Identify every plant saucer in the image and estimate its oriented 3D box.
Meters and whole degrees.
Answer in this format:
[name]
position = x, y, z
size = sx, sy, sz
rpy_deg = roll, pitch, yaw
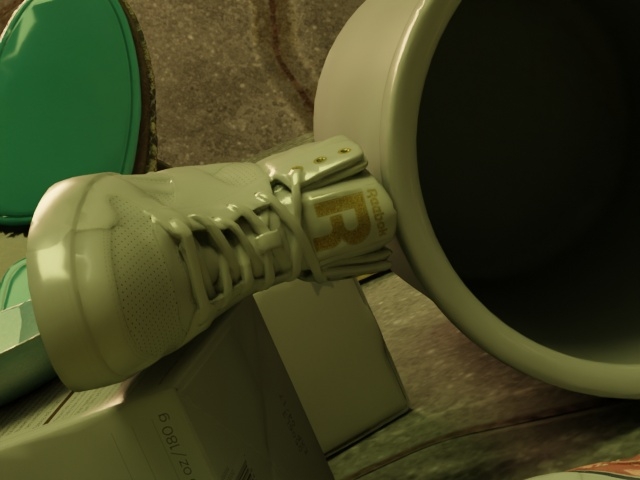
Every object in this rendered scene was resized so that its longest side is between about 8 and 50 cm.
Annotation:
[plant saucer]
position = -0.204, 0.077, 0.770
size = 0.195, 0.037, 0.195
rpy_deg = -22, 10, 4

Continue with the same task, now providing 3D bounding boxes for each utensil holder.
[utensil holder]
position = 0.170, -0.080, 0.933
size = 0.327, 0.327, 0.385
rpy_deg = -25, 9, -6

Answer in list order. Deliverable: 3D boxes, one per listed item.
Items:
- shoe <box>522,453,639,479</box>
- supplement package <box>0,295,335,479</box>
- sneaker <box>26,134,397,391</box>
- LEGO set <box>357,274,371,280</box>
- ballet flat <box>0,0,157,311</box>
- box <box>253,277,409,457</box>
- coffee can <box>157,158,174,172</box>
[shoe]
position = 0.181, 0.128, 0.618
size = 0.178, 0.063, 0.081
rpy_deg = -8, 17, 36
[supplement package]
position = -0.157, 0.178, 0.760
size = 0.293, 0.177, 0.175
rpy_deg = -21, 11, 16
[sneaker]
position = -0.044, -0.006, 0.694
size = 0.169, 0.108, 0.292
rpy_deg = -12, 11, 10
[LEGO set]
position = 0.000, 0.000, 1.409
size = 0.287, 0.107, 0.132
rpy_deg = -15, 15, 38
[ballet flat]
position = -0.210, 0.020, 1.037
size = 0.164, 0.483, 0.182
rpy_deg = -4, -26, 1
[box]
position = -0.050, 0.086, 1.029
size = 0.127, 0.148, 0.232
rpy_deg = -27, 12, -18
[coffee can]
position = -0.188, 0.024, 1.282
size = 0.201, 0.201, 0.275
rpy_deg = -24, -5, 1
